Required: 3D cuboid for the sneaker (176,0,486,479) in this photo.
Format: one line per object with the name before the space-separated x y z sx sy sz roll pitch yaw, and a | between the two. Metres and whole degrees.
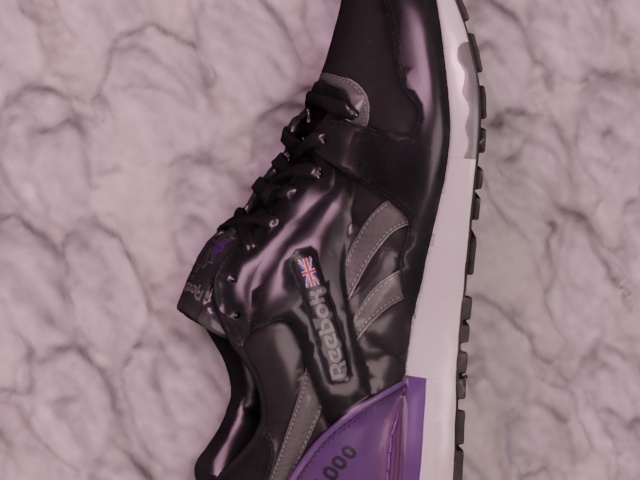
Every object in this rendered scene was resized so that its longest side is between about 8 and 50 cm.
sneaker | 0.000 0.000 0.901 0.124 0.107 0.283 1 92 -14
